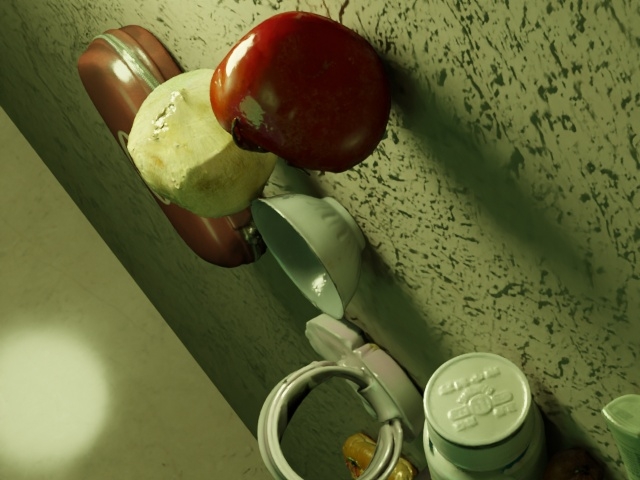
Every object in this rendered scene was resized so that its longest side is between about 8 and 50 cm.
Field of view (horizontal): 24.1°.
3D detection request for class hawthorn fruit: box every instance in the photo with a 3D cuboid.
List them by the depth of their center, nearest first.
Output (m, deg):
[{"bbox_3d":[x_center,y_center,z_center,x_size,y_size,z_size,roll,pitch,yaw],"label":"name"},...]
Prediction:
[{"bbox_3d":[0.277,0.277,1.693,0.067,0.067,0.103,49,149,17],"label":"hawthorn fruit"}]

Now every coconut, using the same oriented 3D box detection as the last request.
[{"bbox_3d":[-0.151,-0.128,1.901,0.194,0.194,0.194,49,165,18],"label":"coconut"}]

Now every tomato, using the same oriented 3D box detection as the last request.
[{"bbox_3d":[-0.022,-0.150,1.478,0.187,0.151,0.187,17,-171,-3],"label":"tomato"}]

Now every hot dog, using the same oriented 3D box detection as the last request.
[{"bbox_3d":[0.102,0.395,2.519,0.104,0.076,0.250,61,166,-22],"label":"hot dog"}]

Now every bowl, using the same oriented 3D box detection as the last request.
[{"bbox_3d":[0.000,0.000,1.903,0.189,0.086,0.189,47,164,18],"label":"bowl"}]

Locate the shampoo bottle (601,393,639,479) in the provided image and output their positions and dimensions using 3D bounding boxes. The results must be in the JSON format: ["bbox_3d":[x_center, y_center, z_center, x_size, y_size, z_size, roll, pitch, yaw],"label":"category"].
[{"bbox_3d":[0.331,0.237,1.484,0.072,0.049,0.212,30,153,48],"label":"shampoo bottle"}]

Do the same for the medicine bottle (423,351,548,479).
[{"bbox_3d":[0.194,0.248,1.752,0.143,0.143,0.258,44,164,33],"label":"medicine bottle"}]

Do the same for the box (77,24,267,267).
[{"bbox_3d":[-0.217,-0.134,2.224,0.404,0.108,0.263,58,165,-14],"label":"box"}]

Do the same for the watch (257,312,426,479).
[{"bbox_3d":[0.010,0.253,2.170,0.244,0.231,0.196,49,168,3],"label":"watch"}]

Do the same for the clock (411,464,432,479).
[{"bbox_3d":[0.243,0.448,2.175,0.227,0.090,0.248,35,158,53],"label":"clock"}]
